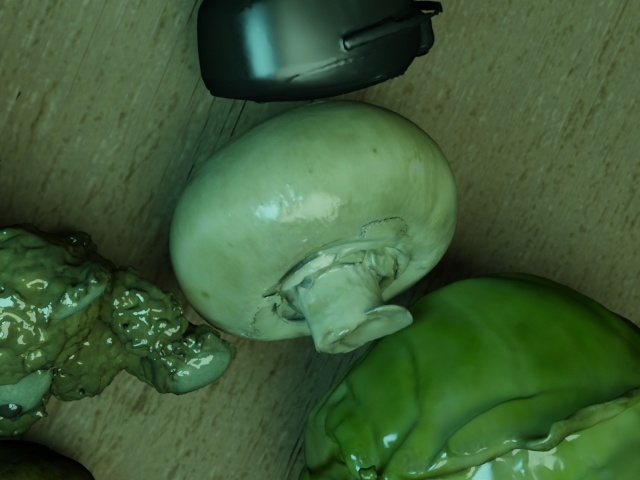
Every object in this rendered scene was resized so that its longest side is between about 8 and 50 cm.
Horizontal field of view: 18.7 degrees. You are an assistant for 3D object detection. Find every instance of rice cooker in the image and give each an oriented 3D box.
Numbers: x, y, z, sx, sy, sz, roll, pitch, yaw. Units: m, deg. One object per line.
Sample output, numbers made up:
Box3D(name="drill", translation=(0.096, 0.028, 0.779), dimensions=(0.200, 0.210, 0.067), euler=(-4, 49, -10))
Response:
Box3D(name="rice cooker", translation=(-0.003, -0.176, 1.589), dimensions=(0.203, 0.142, 0.118), euler=(-18, 104, -17))

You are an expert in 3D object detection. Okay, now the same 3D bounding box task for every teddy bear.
Box3D(name="teddy bear", translation=(-0.223, 0.065, 1.540), dimensions=(0.267, 0.256, 0.156), euler=(-13, 82, 12))

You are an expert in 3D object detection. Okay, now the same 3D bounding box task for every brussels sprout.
Box3D(name="brussels sprout", translation=(0.184, 0.230, 1.704), dimensions=(0.361, 0.342, 0.425), euler=(-28, 138, -22))

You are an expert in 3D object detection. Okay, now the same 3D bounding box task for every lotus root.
Box3D(name="lotus root", translation=(-0.265, 0.224, 1.610), dimensions=(0.124, 0.241, 0.123), euler=(7, 91, 18))

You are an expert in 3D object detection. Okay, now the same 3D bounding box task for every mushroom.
Box3D(name="mushroom", translation=(0.000, 0.000, 1.598), dimensions=(0.246, 0.202, 0.246), euler=(-16, 148, -11))
